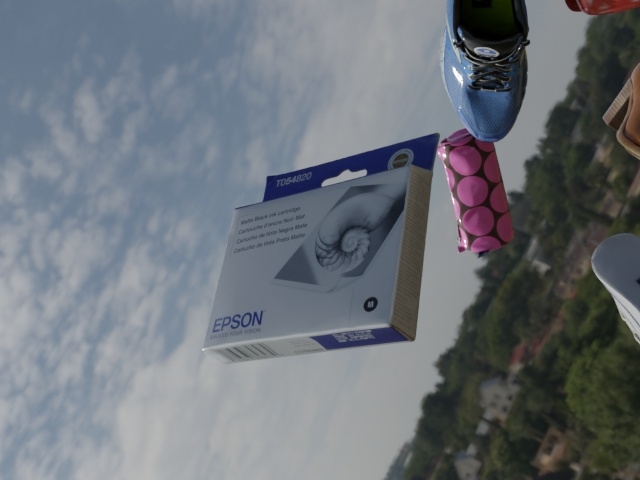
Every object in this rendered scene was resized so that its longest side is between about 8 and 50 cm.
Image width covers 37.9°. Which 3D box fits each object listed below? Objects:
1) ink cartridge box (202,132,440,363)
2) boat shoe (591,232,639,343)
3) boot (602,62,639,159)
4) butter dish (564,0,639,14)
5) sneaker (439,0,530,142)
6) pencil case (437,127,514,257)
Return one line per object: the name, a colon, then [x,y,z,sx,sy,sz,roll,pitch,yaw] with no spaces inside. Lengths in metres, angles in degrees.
ink cartridge box: [0.000,0.000,0.892,0.045,0.223,0.224,39,-130,-41]
boat shoe: [0.407,0.100,1.073,0.096,0.267,0.088,-38,-50,4]
boot: [0.514,-0.204,1.284,0.220,0.109,0.283,-54,11,22]
butter dish: [0.374,-0.346,1.174,0.118,0.160,0.160,-75,-33,-42]
sneaker: [0.216,-0.266,1.255,0.147,0.130,0.330,-77,-20,-48]
pencil case: [0.253,-0.083,1.535,0.095,0.098,0.209,-58,-45,-68]
